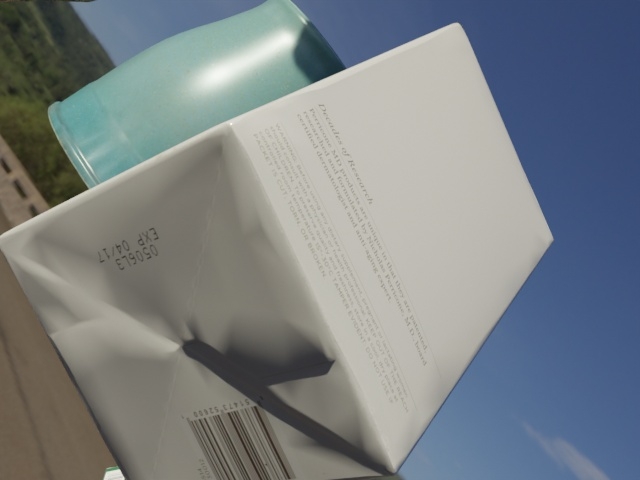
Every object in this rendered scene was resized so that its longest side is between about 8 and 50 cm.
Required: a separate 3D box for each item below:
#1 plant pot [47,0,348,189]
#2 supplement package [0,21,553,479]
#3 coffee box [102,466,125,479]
[{"bbox_3d":[-0.086,-0.102,0.872,0.272,0.255,0.271,54,0,0],"label":"plant pot"},{"bbox_3d":[0.000,0.000,0.522,0.177,0.293,0.175,-20,-80,35],"label":"supplement package"},{"bbox_3d":[-0.247,0.380,1.036,0.184,0.040,0.113,-87,162,-54],"label":"coffee box"}]
